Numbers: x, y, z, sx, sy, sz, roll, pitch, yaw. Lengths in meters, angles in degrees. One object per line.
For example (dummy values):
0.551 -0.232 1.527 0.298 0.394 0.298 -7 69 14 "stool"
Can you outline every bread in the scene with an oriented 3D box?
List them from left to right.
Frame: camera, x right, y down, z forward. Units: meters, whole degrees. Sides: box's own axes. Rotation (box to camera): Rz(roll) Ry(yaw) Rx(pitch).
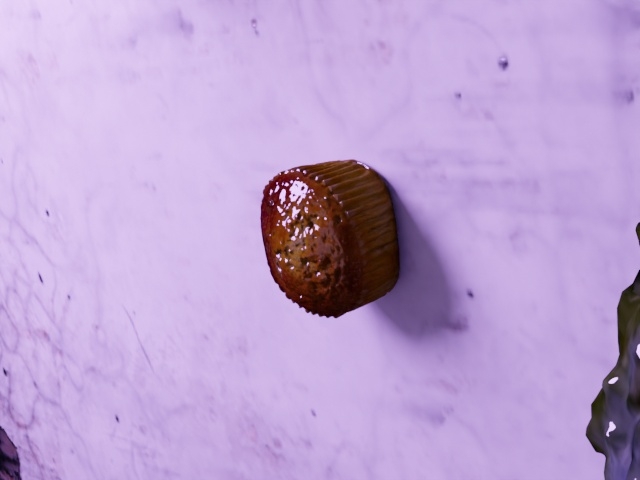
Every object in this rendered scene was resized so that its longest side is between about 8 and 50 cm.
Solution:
0.000 0.000 0.808 0.085 0.053 0.085 29 130 43 "bread"

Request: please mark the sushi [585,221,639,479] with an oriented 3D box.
0.192 0.095 0.390 0.352 0.178 0.294 -113 28 -66 "sushi"
